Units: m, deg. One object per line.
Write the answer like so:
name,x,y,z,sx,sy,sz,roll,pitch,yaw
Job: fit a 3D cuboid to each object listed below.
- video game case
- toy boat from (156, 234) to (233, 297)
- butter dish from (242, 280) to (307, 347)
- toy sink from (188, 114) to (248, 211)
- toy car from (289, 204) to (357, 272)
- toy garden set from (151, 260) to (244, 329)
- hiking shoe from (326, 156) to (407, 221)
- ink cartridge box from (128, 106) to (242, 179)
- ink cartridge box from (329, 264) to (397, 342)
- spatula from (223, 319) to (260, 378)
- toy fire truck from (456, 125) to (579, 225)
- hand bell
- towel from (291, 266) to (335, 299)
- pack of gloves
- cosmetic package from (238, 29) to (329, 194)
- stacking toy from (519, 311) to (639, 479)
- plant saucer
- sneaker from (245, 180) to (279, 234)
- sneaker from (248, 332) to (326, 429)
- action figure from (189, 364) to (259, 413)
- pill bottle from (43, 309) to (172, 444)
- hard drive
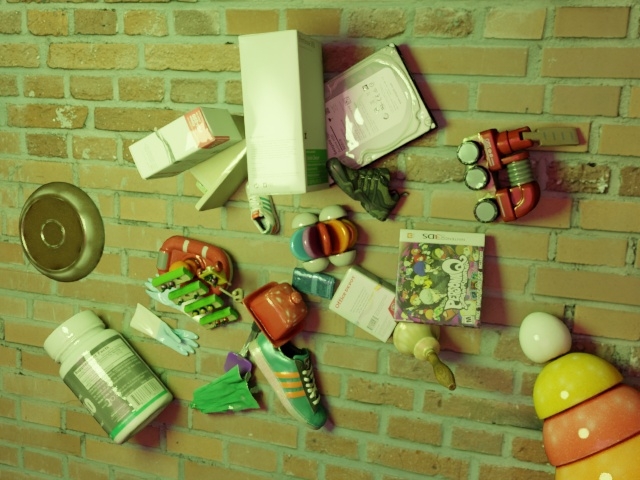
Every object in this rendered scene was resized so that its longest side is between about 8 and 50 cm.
video game case,0.292,0.092,1.604,0.210,0.042,0.232,4,80,12
toy boat,-0.360,0.079,1.798,0.230,0.151,0.151,15,102,16
butter dish,-0.094,0.172,1.710,0.118,0.159,0.160,-38,85,36
toy sink,-0.266,-0.209,1.729,0.131,0.152,0.234,45,109,8
toy car,0.000,0.000,1.679,0.181,0.136,0.159,-14,93,19
toy garden set,-0.298,0.156,1.750,0.203,0.049,0.244,-21,133,23
hiking shoe,0.112,-0.150,1.623,0.226,0.086,0.114,38,97,-30
ink cartridge box,-0.324,-0.234,1.580,0.217,0.158,0.092,-26,90,19
ink cartridge box,0.130,0.160,1.692,0.175,0.072,0.128,31,105,12
spatula,-0.197,0.274,1.835,0.084,0.030,0.297,27,105,13
toy fire truck,0.471,-0.169,1.515,0.246,0.158,0.217,-16,92,29
hand bell,0.267,0.282,1.560,0.126,0.242,0.126,-4,111,-10
towel,-0.020,0.115,1.752,0.119,0.029,0.067,14,115,16
pack of gloves,-0.441,0.219,1.899,0.232,0.046,0.195,25,105,13
cosmetic package,-0.084,-0.298,1.571,0.155,0.197,0.366,0,99,19
stacking toy,0.612,0.376,1.490,0.350,0.350,0.480,-30,70,19
plant saucer,-0.798,-0.022,1.981,0.310,0.050,0.311,2,97,18
sneaker,-0.163,-0.088,1.751,0.057,0.075,0.162,-21,91,19
sneaker,-0.062,0.368,1.765,0.121,0.108,0.302,-36,91,13
action figure,-0.288,0.442,1.871,0.232,0.063,0.137,-23,91,26
pill bottle,-0.617,0.389,1.896,0.361,0.204,0.204,47,108,8
hard drive,0.093,-0.306,1.648,0.338,0.064,0.237,-26,89,20
